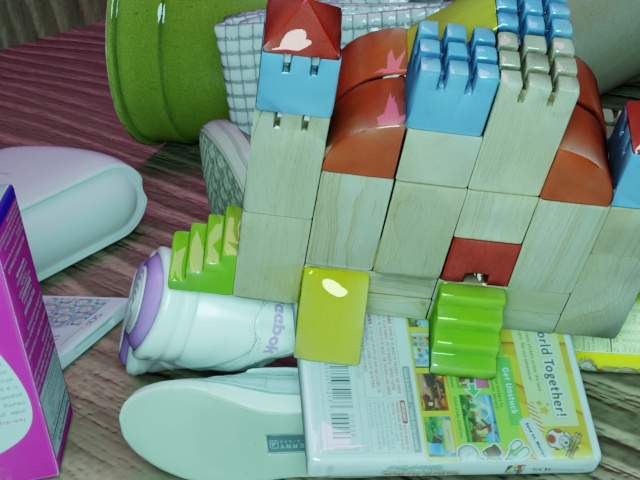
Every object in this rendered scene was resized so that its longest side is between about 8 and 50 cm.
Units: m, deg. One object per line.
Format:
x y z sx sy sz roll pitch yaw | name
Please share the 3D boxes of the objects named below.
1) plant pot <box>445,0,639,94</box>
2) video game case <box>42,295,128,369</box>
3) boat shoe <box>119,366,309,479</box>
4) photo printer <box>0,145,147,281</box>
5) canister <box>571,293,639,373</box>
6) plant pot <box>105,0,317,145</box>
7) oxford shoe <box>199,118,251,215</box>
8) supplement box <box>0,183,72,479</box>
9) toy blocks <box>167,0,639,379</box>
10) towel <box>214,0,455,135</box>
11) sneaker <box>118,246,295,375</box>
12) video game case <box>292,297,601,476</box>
0.288 -0.291 1.626 0.305 0.334 0.334 -36 31 -27 | plant pot
-0.290 0.092 1.260 0.157 0.019 0.143 0 23 25 | video game case
-0.037 0.137 0.967 0.227 0.079 0.081 1 16 12 | boat shoe
-0.375 -0.025 1.474 0.256 0.107 0.307 9 28 40 | photo printer
0.232 0.060 1.033 0.170 0.073 0.126 1 24 24 | canister
-0.055 -0.290 1.741 0.353 0.366 0.366 9 26 15 | plant pot
0.000 0.000 1.169 0.130 0.169 0.449 -21 31 -19 | oxford shoe
-0.281 0.080 1.010 0.111 0.220 0.114 -10 20 -1 | supplement box
0.096 -0.060 0.859 0.381 0.261 0.191 7 49 -4 | toy blocks
0.034 -0.173 1.499 0.283 0.235 0.121 -5 16 12 | towel
-0.092 0.073 1.077 0.152 0.114 0.305 12 -3 -10 | sneaker
0.084 0.070 0.936 0.206 0.026 0.227 1 50 -8 | video game case
